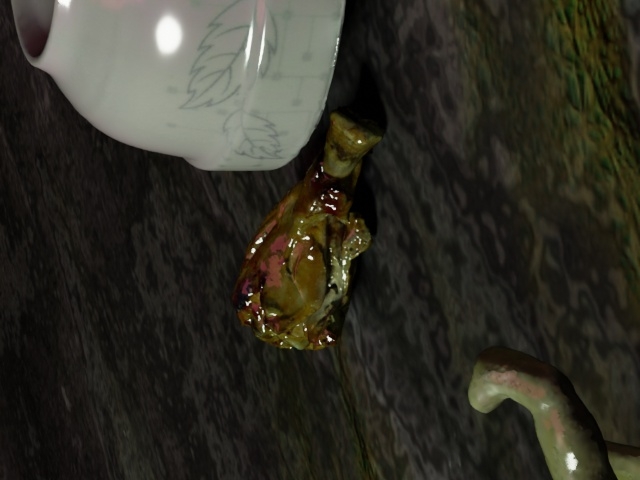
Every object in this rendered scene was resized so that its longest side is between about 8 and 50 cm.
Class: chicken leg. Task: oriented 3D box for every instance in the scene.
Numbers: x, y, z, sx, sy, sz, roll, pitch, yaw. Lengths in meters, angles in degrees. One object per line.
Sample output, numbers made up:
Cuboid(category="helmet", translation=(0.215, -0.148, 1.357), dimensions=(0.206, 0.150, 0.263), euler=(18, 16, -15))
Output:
Cuboid(category="chicken leg", translation=(0.000, 0.000, 1.112), dimensions=(0.093, 0.070, 0.178), euler=(59, 141, 40))

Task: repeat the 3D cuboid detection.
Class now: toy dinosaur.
Cuboid(category="toy dinosaur", translation=(0.153, 0.151, 0.786), dimensions=(0.162, 0.077, 0.294), euler=(27, 144, 47))

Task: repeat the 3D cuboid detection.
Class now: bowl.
Cuboid(category="bowl", translation=(-0.098, -0.179, 1.107), dimensions=(0.287, 0.144, 0.287), euler=(176, 90, -71))
